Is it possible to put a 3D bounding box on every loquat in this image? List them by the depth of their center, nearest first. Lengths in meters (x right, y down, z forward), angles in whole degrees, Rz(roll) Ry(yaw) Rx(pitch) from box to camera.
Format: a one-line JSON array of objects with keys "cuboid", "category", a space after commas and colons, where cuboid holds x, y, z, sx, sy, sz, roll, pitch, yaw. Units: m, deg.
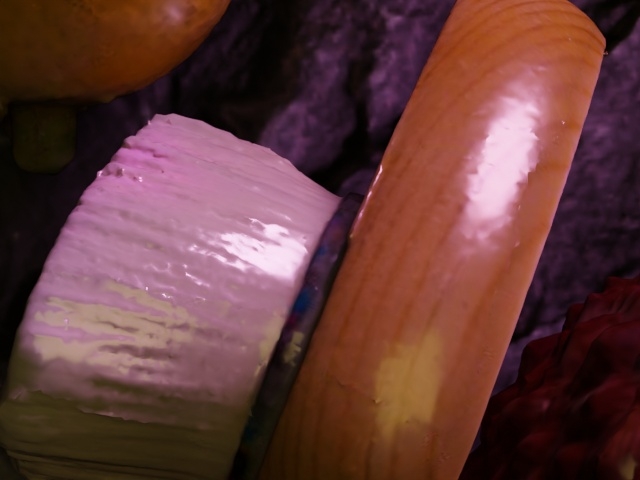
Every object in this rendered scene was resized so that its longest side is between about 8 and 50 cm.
[{"cuboid": [-0.112, -0.127, 0.548, 0.172, 0.149, 0.204, 4, 101, -7], "category": "loquat"}]

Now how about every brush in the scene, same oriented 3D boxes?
[{"cuboid": [0.000, 0.000, 0.549, 0.166, 0.174, 0.266, 23, 77, 5], "category": "brush"}]

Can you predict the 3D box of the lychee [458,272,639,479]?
[{"cuboid": [0.175, 0.128, 0.504, 0.264, 0.264, 0.300, 42, 94, -2], "category": "lychee"}]
